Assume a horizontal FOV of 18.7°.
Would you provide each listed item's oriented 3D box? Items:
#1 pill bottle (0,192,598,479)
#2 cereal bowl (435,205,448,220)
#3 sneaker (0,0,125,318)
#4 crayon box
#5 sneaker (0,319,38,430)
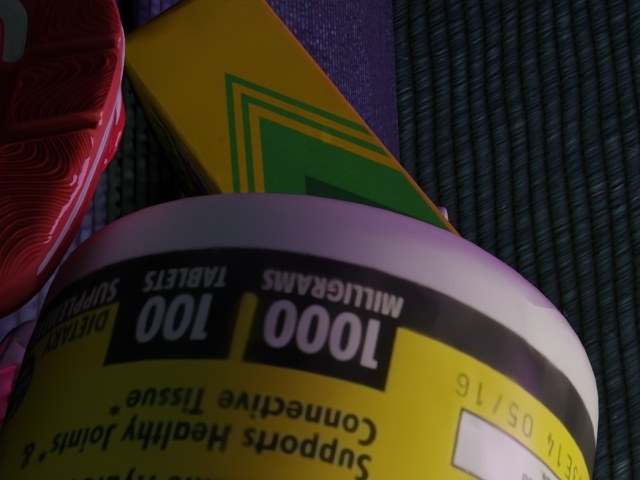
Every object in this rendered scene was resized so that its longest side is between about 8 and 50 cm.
[{"bbox_3d":[-0.029,0.167,0.554,0.188,0.188,0.334,78,20,-54],"label":"pill bottle"},{"bbox_3d":[0.049,0.142,1.639,0.339,0.141,0.339,-4,90,-83],"label":"cereal bowl"},{"bbox_3d":[-0.095,-0.036,0.672,0.128,0.087,0.221,77,12,-48],"label":"sneaker"},{"bbox_3d":[0.000,0.000,1.036,0.323,0.083,0.203,53,-8,31],"label":"crayon box"},{"bbox_3d":[-0.105,0.084,0.731,0.057,0.047,0.119,-127,-147,-70],"label":"sneaker"}]
